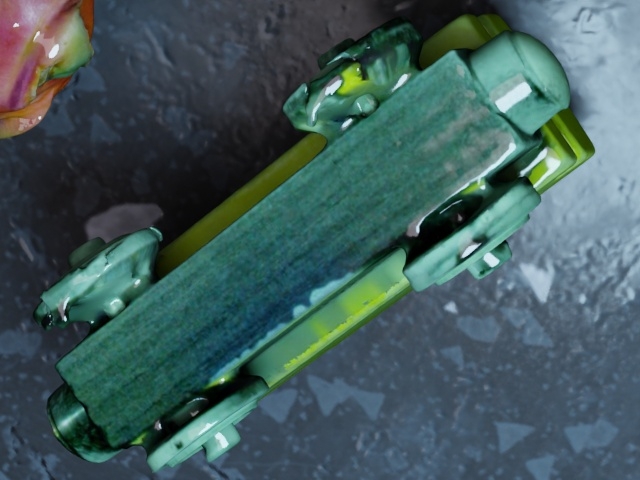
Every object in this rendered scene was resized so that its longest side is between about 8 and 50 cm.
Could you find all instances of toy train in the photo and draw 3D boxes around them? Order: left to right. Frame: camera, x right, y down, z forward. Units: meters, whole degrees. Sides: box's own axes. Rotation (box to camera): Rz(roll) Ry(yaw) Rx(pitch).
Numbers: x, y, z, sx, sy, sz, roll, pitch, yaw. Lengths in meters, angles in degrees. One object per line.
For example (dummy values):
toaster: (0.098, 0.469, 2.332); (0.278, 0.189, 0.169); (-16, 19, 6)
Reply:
toy train: (0.000, 0.000, 1.200); (0.442, 0.272, 0.179); (-37, 85, 18)

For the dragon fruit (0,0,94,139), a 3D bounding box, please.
dragon fruit: (-0.252, -0.205, 1.188); (0.189, 0.290, 0.290); (-11, 108, -19)
